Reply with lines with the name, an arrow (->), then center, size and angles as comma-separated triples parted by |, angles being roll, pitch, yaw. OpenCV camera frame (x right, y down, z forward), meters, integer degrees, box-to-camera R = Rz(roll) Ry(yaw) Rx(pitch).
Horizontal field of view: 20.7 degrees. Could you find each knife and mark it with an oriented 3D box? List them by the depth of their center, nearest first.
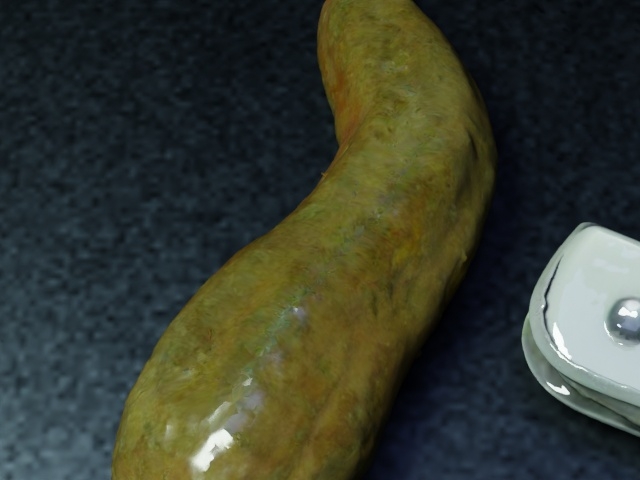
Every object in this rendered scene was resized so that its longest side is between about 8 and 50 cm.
knife -> 0.180, 0.074, 0.505 | 0.266, 0.040, 0.073 | 28, 64, 16

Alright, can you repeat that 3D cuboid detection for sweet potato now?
sweet potato -> 0.006, 0.000, 0.542 | 0.081, 0.062, 0.233 | 16, 58, 12
